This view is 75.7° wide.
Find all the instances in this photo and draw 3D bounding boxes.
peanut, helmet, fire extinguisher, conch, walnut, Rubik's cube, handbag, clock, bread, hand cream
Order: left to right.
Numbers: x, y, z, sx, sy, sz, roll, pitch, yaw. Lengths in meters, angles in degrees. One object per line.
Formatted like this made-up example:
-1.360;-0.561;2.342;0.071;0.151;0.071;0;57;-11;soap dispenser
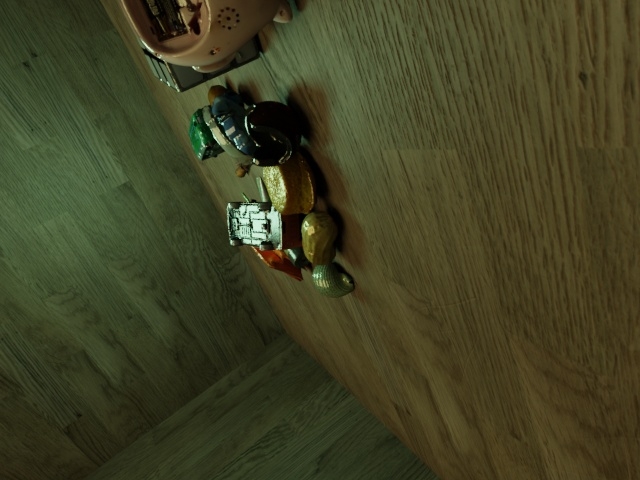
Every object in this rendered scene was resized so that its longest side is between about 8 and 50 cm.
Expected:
-0.414;-0.685;1.288;0.301;0.305;0.304;39;157;45;Rubik's cube
-0.277;-0.598;0.972;0.251;0.376;0.369;-97;-9;-51;clock
-0.404;-0.570;1.770;0.207;0.115;0.115;56;163;-20;walnut
-0.290;-0.241;2.113;0.076;0.047;0.175;9;121;66;hand cream
-0.159;-0.356;1.356;0.216;0.193;0.189;39;149;23;helmet
-0.253;0.032;2.196;0.410;0.116;0.303;43;-174;35;handbag
-0.169;-0.017;2.028;0.376;0.113;0.200;52;162;31;fire extinguisher
-0.112;-0.218;1.511;0.268;0.145;0.269;46;145;46;bread
0.000;0.000;1.603;0.147;0.146;0.306;45;152;30;peanut
0.045;0.184;1.819;0.200;0.131;0.172;30;146;55;conch

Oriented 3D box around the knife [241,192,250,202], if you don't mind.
-0.424;-0.213;2.522;0.207;0.014;0.030;52;159;11;knife

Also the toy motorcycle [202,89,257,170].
-0.314;-0.445;1.610;0.319;0.181;0.241;59;-172;-7;toy motorcycle

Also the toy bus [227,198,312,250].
-0.231;-0.077;1.798;0.426;0.232;0.203;7;102;49;toy bus

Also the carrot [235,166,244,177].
-0.393;-0.383;2.132;0.057;0.057;0.224;58;156;-4;carrot

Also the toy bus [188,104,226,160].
-0.546;-0.538;2.049;0.200;0.183;0.343;65;159;-7;toy bus
